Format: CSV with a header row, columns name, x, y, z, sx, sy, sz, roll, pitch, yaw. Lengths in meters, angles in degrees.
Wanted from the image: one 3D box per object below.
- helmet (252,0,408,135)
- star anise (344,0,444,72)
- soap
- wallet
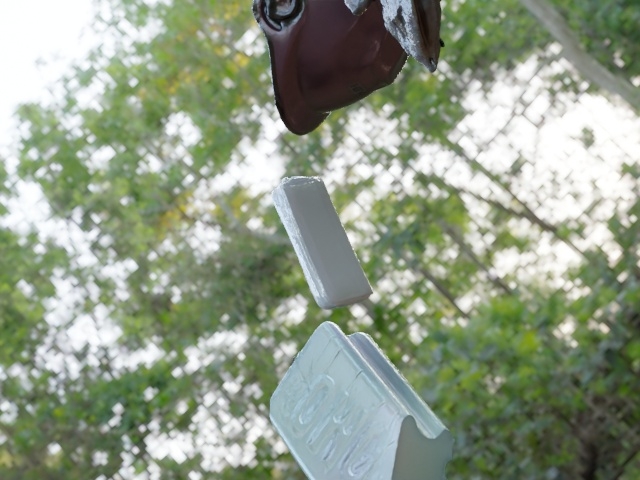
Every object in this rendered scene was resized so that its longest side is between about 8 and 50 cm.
name,x,y,z,sx,sy,sz,roll,pitch,yaw
helmet,0.039,-0.325,1.782,0.197,0.338,0.271,-8,-17,18
star anise,0.096,-0.314,1.349,0.198,0.257,0.110,-34,15,-7
soap,0.054,0.257,1.681,0.095,0.289,0.172,21,-72,-39
wallet,0.000,0.000,1.684,0.095,0.190,0.033,-14,-14,-48
